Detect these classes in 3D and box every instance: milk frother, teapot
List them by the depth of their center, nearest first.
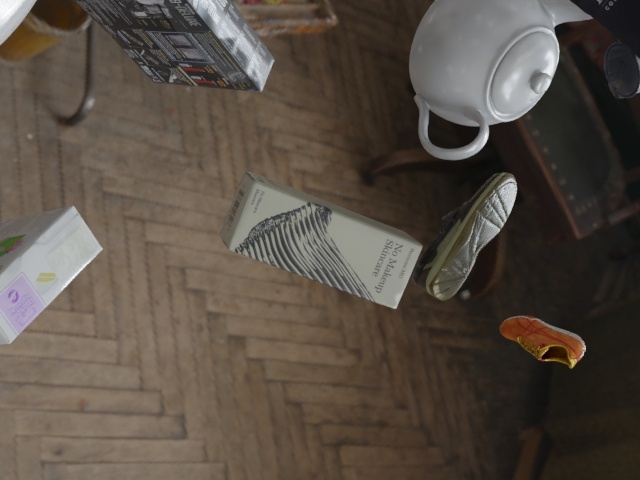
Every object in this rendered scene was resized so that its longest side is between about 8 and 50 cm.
[{"bbox_3d":[0.509,-0.233,1.477,0.134,0.129,0.143,-20,55,-15],"label":"milk frother"},{"bbox_3d":[0.270,-0.269,1.536,0.252,0.256,0.187,-14,41,-36],"label":"teapot"}]

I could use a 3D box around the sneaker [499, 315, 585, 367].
[{"bbox_3d":[0.410,0.189,1.893,0.067,0.175,0.064,-43,130,-32],"label":"sneaker"}]

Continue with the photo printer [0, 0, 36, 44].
[{"bbox_3d":[-0.467,-0.388,1.286,0.307,0.107,0.256,80,30,-50],"label":"photo printer"}]

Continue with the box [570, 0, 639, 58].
[{"bbox_3d":[0.471,-0.263,0.911,0.312,0.343,0.179,45,38,10],"label":"box"}]

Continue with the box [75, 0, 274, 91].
[{"bbox_3d":[-0.251,-0.366,1.674,0.307,0.242,0.076,47,58,-55],"label":"box"}]

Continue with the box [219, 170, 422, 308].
[{"bbox_3d":[0.000,0.000,1.471,0.275,0.094,0.113,19,97,-17],"label":"box"}]

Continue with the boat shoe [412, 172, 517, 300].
[{"bbox_3d":[0.213,-0.016,1.514,0.223,0.073,0.080,-56,136,-10],"label":"boat shoe"}]

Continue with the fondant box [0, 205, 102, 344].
[{"bbox_3d":[-0.548,0.067,1.622,0.096,0.330,0.238,60,43,-23],"label":"fondant box"}]
